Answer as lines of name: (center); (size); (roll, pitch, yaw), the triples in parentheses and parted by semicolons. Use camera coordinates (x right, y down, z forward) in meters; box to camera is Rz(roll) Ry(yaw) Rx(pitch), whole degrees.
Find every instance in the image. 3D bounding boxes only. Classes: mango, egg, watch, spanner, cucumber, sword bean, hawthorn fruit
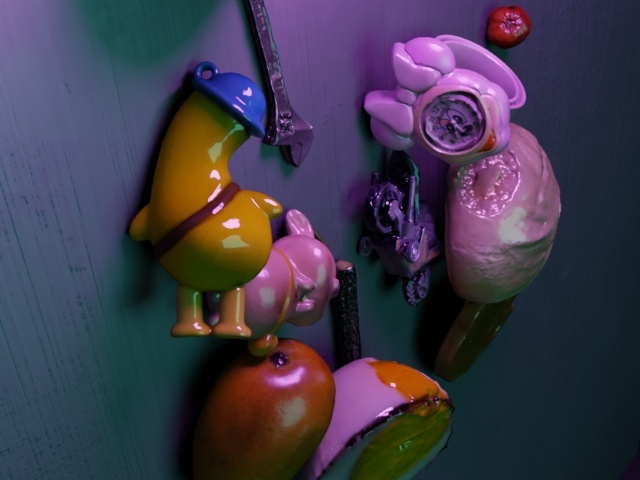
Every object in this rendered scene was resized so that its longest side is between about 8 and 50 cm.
mango: (-0.097, 0.301, 1.202); (0.211, 0.173, 0.317); (4, 114, -52)
egg: (0.069, 0.337, 1.385); (0.337, 0.201, 0.336); (-23, 137, -24)
watch: (0.220, -0.254, 1.334); (0.210, 0.249, 0.217); (-58, -177, 39)
spanner: (-0.067, -0.246, 1.110); (0.093, 0.026, 0.325); (-40, 132, -34)
cucumber: (0.050, 0.151, 1.411); (0.044, 0.043, 0.256); (-30, 128, -34)
sword bean: (0.000, 0.000, 1.310); (0.012, 0.012, 0.083); (-56, 139, -17)
hawthorn fruit: (0.375, -0.424, 1.529); (0.093, 0.093, 0.093); (-24, 123, -43)

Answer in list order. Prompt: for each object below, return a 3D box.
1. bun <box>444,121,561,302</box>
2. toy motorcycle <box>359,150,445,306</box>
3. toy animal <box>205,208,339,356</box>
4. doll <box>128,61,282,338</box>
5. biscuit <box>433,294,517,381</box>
bun: (0.364, -0.055, 1.499); (0.364, 0.202, 0.363); (5, 90, -72)
toy motorcycle: (0.162, -0.018, 1.432); (0.173, 0.108, 0.307); (-58, 141, -29)
toy animal: (-0.073, 0.072, 1.149); (0.248, 0.149, 0.165); (-22, 137, -53)
doll: (-0.149, -0.053, 0.999); (0.145, 0.200, 0.362); (160, -70, -85)
biscuit: (0.364, 0.174, 1.738); (0.351, 0.057, 0.312); (-41, 153, -30)
